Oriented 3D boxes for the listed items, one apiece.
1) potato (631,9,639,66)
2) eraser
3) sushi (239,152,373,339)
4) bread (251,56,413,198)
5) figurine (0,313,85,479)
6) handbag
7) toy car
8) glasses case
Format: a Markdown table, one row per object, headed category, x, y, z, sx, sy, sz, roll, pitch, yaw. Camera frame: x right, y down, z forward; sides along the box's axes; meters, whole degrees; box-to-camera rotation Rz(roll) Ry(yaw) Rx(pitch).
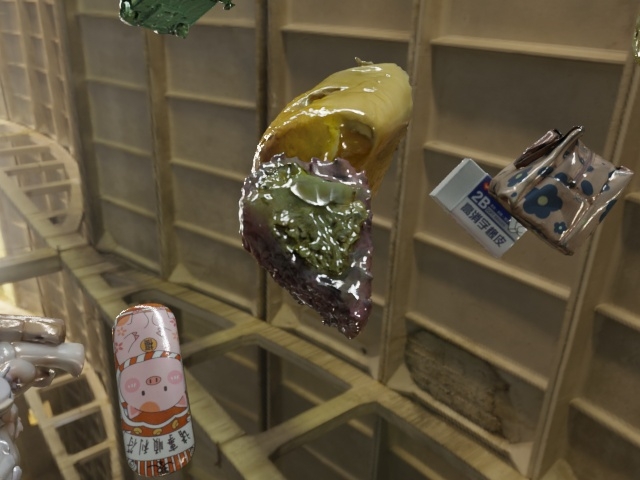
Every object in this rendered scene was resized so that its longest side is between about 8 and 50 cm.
| category | x | y | z | sx | sy | sz | roll | pitch | yaw |
| --- | --- | --- | --- | --- | --- | --- | --- | --- | --- |
| potato | 0.632 | -0.360 | 0.947 | 0.194 | 0.157 | 0.157 | -2 | -76 | 13 |
| eraser | 0.368 | -0.073 | 1.302 | 0.210 | 0.124 | 0.068 | 43 | 7 | -6 |
| sushi | -0.020 | -0.003 | 0.668 | 0.107 | 0.161 | 0.241 | 92 | 1 | -55 |
| bread | 0.009 | -0.198 | 1.233 | 0.250 | 0.394 | 0.361 | 30 | -54 | 10 |
| figurine | -0.327 | 0.182 | 0.548 | 0.162 | 0.141 | 0.236 | -59 | -158 | 29 |
| handbag | 0.445 | -0.101 | 1.069 | 0.190 | 0.251 | 0.193 | 38 | -77 | 3 |
| toy car | -0.169 | -0.297 | 0.678 | 0.186 | 0.093 | 0.058 | -9 | -100 | 48 |
| glasses case | -0.262 | 0.229 | 0.893 | 0.067 | 0.103 | 0.266 | 105 | -29 | -65 |
